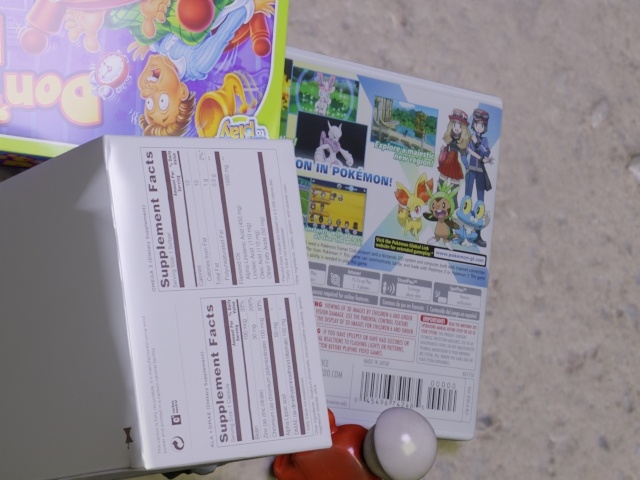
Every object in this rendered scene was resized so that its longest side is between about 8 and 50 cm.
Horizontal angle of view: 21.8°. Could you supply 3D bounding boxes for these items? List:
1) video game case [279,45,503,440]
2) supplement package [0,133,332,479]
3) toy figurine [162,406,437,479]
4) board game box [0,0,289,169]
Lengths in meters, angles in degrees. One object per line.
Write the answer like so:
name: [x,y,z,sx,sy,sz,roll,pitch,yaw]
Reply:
video game case: [0.000,0.000,1.353,0.329,0.036,0.300,10,82,-30]
supplement package: [-0.138,0.056,1.109,0.145,0.262,0.204,-2,80,-39]
toy figurine: [-0.012,0.211,1.222,0.209,0.148,0.213,25,55,-41]
board game box: [-0.195,-0.169,1.192,0.347,0.078,0.233,7,83,-25]
